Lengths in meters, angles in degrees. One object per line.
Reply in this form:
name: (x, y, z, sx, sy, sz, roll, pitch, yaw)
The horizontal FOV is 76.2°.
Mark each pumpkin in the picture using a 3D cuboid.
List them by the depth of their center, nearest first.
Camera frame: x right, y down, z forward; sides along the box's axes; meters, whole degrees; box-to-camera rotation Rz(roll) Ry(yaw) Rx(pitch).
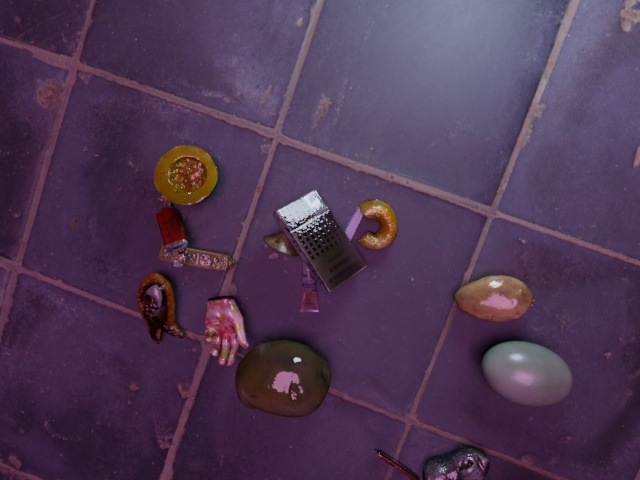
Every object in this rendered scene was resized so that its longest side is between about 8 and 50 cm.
pumpkin: (-0.461, -0.221, 1.453, 0.217, 0.110, 0.217, -1, 81, 4)

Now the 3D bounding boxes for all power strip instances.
power strip: (-0.455, 0.063, 1.495, 0.305, 0.044, 0.064, 10, 94, 4)

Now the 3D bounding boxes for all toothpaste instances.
toothpaste: (-0.043, 0.165, 1.467, 0.067, 0.043, 0.194, -2, 99, 2)

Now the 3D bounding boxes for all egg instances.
egg: (0.671, 0.434, 1.335, 0.282, 0.203, 0.203, 9, 95, 0)

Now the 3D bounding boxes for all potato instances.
potato: (0.583, 0.200, 1.373, 0.234, 0.128, 0.161, -24, 76, 11)
potato: (-0.131, 0.469, 1.404, 0.326, 0.221, 0.243, 8, 97, 9)

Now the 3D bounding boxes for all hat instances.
hat: (-0.118, -0.009, 1.404, 0.146, 0.146, 0.067, 25, 104, 3)

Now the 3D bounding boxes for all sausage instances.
sausage: (0.280, 0.823, 1.488, 0.198, 0.025, 0.028, 33, 128, 3)

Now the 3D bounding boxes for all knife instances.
knife: (0.087, 0.007, 1.456, 0.044, 0.019, 0.313, 26, 94, 4)

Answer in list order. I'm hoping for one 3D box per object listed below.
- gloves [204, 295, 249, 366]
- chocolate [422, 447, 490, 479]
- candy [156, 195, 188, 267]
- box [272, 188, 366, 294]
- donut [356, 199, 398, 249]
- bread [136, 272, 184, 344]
gloves: (-0.341, 0.325, 1.467, 0.145, 0.126, 0.241, -6, 91, -19)
chocolate: (0.472, 0.805, 1.431, 0.248, 0.110, 0.110, -20, 92, 10)
candy: (-0.533, -0.041, 1.469, 0.086, 0.059, 0.292, -22, 74, -2)
box: (-0.001, 0.000, 1.391, 0.180, 0.047, 0.325, -32, 87, -28)
donut: (0.199, -0.050, 1.409, 0.146, 0.078, 0.181, 4, 98, 3)
bread: (-0.593, 0.249, 1.505, 0.139, 0.095, 0.269, -9, 107, 8)
